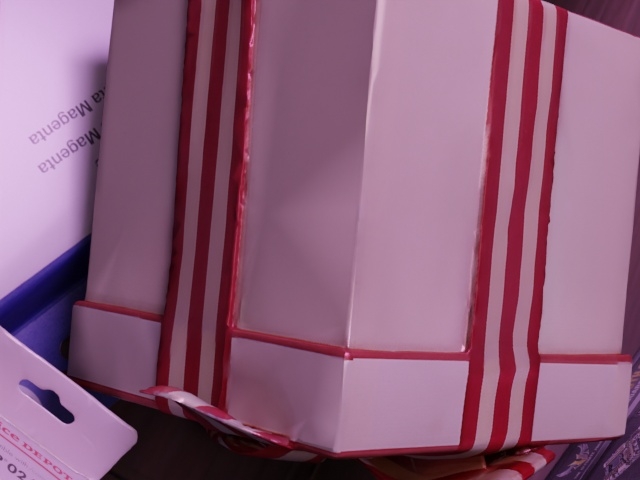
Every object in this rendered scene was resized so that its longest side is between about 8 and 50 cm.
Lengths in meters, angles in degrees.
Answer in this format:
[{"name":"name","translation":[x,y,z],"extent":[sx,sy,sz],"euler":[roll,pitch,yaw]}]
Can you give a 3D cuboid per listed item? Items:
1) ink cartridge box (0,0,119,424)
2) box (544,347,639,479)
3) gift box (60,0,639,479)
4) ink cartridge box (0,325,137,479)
[{"name":"ink cartridge box","translation":[-0.188,-0.055,0.689],"extent":[0.324,0.071,0.330],"euler":[-41,96,-28]},{"name":"box","translation":[0.270,0.121,0.807],"extent":[0.056,0.183,0.231],"euler":[48,62,-8]},{"name":"gift box","translation":[0.000,0.000,0.634],"extent":[0.276,0.255,0.258],"euler":[4,90,-38]},{"name":"ink cartridge box","translation":[-0.190,0.143,0.590],"extent":[0.104,0.061,0.181],"euler":[40,102,-13]}]
